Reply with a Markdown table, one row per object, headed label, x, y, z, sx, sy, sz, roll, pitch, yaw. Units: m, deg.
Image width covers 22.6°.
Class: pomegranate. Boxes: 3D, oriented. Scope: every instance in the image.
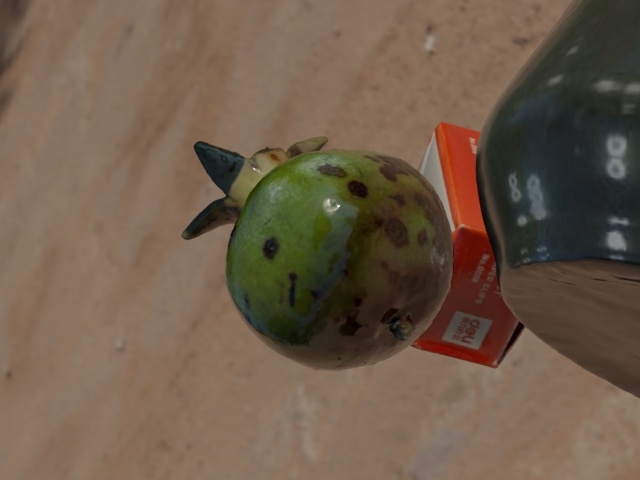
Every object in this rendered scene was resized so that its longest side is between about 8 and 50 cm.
| label | x | y | z | sx | sy | sz | roll | pitch | yaw |
| --- | --- | --- | --- | --- | --- | --- | --- | --- | --- |
| pomegranate | 0.002 | 0.007 | 0.973 | 0.169 | 0.148 | 0.148 | 28 | 101 | 58 |

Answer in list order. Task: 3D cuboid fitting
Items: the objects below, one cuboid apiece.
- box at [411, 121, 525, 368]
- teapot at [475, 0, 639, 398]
| label | x | y | z | sx | sy | sz | roll | pitch | yaw |
| --- | --- | --- | --- | --- | --- | --- | --- | --- | --- |
| box | 0.129 | 0.002 | 1.363 | 0.182 | 0.099 | 0.133 | -95 | 25 | -58 |
| teapot | 0.231 | -0.091 | 0.586 | 0.253 | 0.300 | 0.344 | 18 | 77 | 28 |
